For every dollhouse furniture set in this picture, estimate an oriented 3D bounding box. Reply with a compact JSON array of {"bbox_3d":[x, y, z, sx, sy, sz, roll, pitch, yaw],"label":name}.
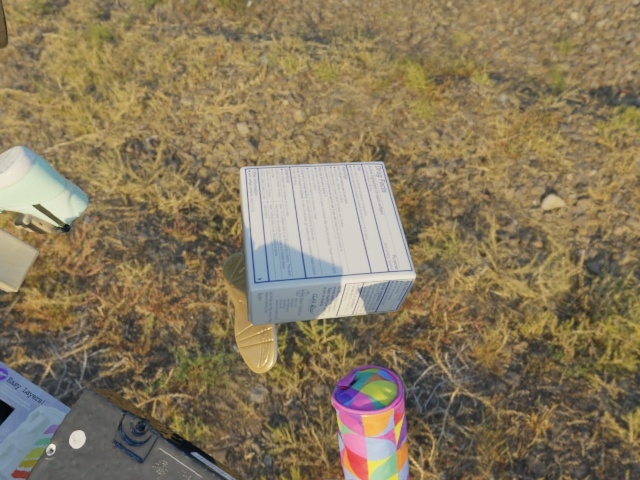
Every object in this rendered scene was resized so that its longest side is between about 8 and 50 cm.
[{"bbox_3d":[-0.821,0.021,1.112,0.355,0.174,0.304,-5,55,33],"label":"dollhouse furniture set"}]

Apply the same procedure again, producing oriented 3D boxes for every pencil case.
[{"bbox_3d":[0.068,0.288,0.670,0.104,0.237,0.104,-3,25,2],"label":"pencil case"}]

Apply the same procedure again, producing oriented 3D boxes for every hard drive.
[{"bbox_3d":[-0.224,0.353,0.469,0.236,0.064,0.339,25,75,15],"label":"hard drive"}]

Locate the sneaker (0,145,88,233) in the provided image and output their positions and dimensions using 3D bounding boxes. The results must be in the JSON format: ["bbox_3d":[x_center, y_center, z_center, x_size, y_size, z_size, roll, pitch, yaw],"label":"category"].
[{"bbox_3d":[-0.494,-0.063,0.796,0.255,0.151,0.094,-4,56,32],"label":"sneaker"}]

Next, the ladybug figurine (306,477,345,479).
[{"bbox_3d":[-0.027,0.579,0.897,0.448,0.306,0.161,19,-7,-36],"label":"ladybug figurine"}]

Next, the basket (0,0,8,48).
[{"bbox_3d":[-0.356,-0.189,0.326,0.226,0.154,0.205,-17,87,-32],"label":"basket"}]

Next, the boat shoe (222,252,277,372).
[{"bbox_3d":[-0.145,0.164,1.129,0.098,0.096,0.277,-20,72,16],"label":"boat shoe"}]

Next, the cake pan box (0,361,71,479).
[{"bbox_3d":[-0.655,0.411,1.002,0.267,0.070,0.246,43,26,-13],"label":"cake pan box"}]

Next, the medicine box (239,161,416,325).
[{"bbox_3d":[0.000,0.000,0.920,0.288,0.149,0.264,-3,57,-10],"label":"medicine box"}]
